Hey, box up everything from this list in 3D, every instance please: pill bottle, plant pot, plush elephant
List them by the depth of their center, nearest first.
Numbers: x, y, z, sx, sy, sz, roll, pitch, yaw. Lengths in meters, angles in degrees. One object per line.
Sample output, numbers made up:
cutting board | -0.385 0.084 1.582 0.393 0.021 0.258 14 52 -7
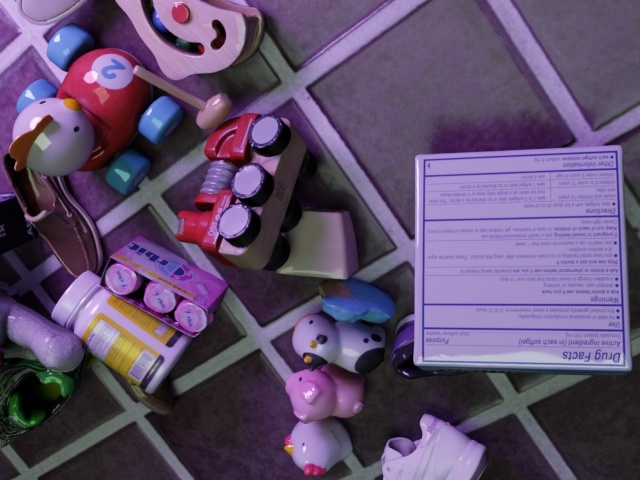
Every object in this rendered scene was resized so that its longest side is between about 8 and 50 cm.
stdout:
plant pot | 0.000 0.000 1.163 0.109 0.109 0.096 5 98 12
plush elephant | -0.597 0.197 1.201 0.330 0.271 0.256 24 92 42
pill bottle | -0.329 0.148 1.255 0.208 0.119 0.119 36 113 -1

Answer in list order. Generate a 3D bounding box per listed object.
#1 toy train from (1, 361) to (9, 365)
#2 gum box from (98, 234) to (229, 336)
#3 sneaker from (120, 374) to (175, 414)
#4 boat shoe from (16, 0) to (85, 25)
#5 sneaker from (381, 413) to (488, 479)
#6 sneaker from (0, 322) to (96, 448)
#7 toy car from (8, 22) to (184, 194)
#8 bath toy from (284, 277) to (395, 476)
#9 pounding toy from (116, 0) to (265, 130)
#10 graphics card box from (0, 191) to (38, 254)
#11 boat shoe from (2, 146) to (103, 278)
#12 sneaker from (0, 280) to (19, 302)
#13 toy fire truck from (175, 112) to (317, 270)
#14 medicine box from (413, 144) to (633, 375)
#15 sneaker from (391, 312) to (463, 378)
toy train | -0.673 0.261 1.449 0.125 0.046 0.166 28 113 3
gum box | -0.249 0.076 1.246 0.188 0.107 0.062 28 113 3
sneaker | -0.309 0.223 1.336 0.071 0.066 0.188 -36 99 17
boat shoe | -0.358 -0.429 1.097 0.095 0.079 0.254 22 114 -39
sneaker | 0.151 0.422 1.285 0.152 0.114 0.305 37 110 14
sneaker | -0.548 0.287 1.362 0.134 0.146 0.343 40 115 -18
toy car | -0.364 -0.175 1.114 0.219 0.238 0.210 38 113 -2
bath toy | 0.012 0.238 1.229 0.151 0.129 0.348 16 113 8
pounding toy | -0.184 -0.302 1.069 0.154 0.155 0.270 -29 100 26
graphics card box | -0.645 0.008 1.176 0.232 0.371 0.094 -3 104 16
boat shoe | -0.454 -0.043 1.260 0.095 0.095 0.258 -20 103 19
sneaker | -0.645 0.092 1.373 0.190 0.071 0.083 31 119 2
toy fire truck | -0.146 -0.069 1.147 0.246 0.158 0.217 7 70 30
medicine box | 0.265 0.033 1.020 0.263 0.149 0.289 -1 80 14
sneaker | 0.245 0.157 1.143 0.283 0.124 0.107 -17 105 19
